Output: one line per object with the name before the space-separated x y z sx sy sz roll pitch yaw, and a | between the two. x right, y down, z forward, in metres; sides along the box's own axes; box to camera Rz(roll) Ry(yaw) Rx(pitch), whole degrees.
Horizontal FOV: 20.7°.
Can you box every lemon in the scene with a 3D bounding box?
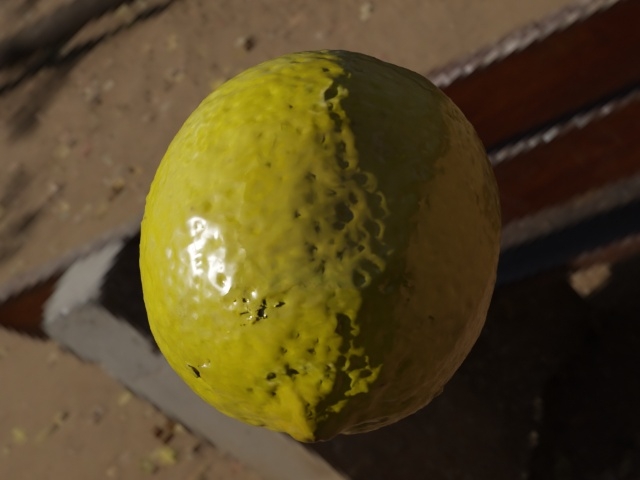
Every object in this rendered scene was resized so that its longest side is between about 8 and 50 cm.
lemon | -0.001 0.002 1.492 0.336 0.336 0.336 -34 27 20
